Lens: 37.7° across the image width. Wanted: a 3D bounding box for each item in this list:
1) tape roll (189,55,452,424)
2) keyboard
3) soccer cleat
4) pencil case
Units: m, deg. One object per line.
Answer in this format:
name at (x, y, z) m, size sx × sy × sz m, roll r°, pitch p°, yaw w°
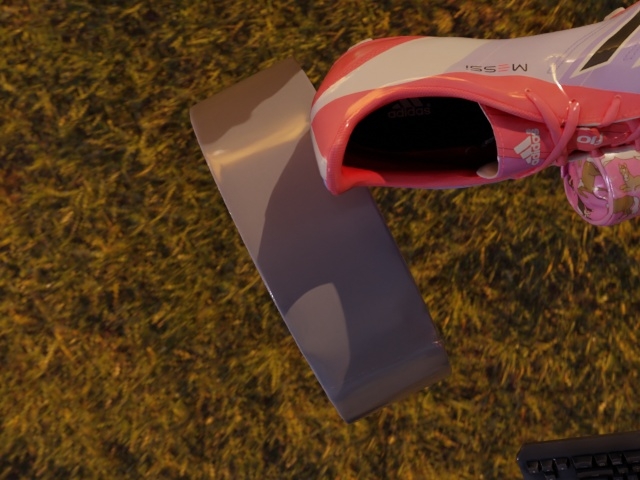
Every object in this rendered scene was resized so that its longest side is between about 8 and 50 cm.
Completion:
tape roll at (0.000, 0.000, 0.582) m, size 0.072 × 0.219 × 0.219 m, roll -26°, pitch 99°, yaw 1°
keyboard at (0.230, 0.162, 0.620) m, size 0.180 × 0.023 × 0.108 m, roll -11°, pitch 131°, yaw 21°
soccer cleat at (0.117, -0.062, 0.424) m, size 0.248 × 0.095 × 0.083 m, roll -4°, pitch 126°, yaw 11°
pencil case at (0.556, -0.154, 1.403) m, size 0.386 × 0.160 × 0.167 m, roll -20°, pitch 80°, yaw -4°
